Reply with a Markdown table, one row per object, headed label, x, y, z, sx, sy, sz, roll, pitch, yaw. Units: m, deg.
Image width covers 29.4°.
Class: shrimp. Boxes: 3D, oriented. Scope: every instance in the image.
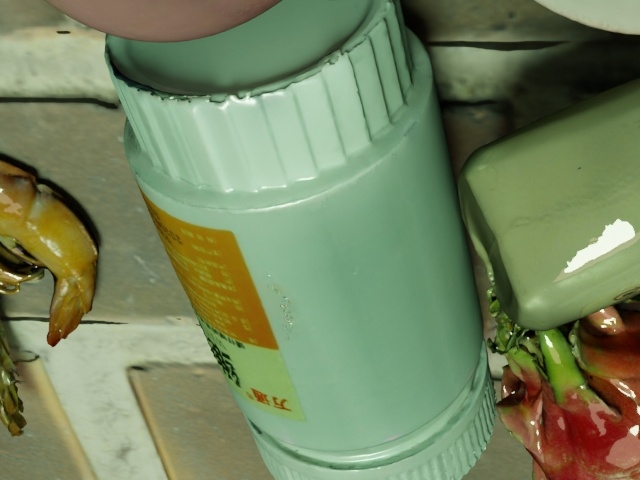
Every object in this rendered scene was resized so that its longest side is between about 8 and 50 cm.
| label | x | y | z | sx | sy | sz | roll | pitch | yaw |
| --- | --- | --- | --- | --- | --- | --- | --- | --- | --- |
| shrimp | -0.223 | 0.040 | 0.831 | 0.150 | 0.068 | 0.249 | 5 | 133 | 0 |

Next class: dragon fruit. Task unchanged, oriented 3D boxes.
| label | x | y | z | sx | sy | sz | roll | pitch | yaw |
| --- | --- | --- | --- | --- | --- | --- | --- | --- | --- |
| dragon fruit | 0.171 | 0.087 | 0.722 | 0.137 | 0.135 | 0.236 | -8 | 144 | 21 |

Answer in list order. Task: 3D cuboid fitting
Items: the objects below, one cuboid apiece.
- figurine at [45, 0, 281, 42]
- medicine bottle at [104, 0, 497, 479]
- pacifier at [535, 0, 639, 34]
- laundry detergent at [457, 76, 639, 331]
| label | x | y | z | sx | sy | sz | roll | pitch | yaw |
| --- | --- | --- | --- | --- | --- | --- | --- | --- | --- |
| figurine | -0.068 | -0.166 | 0.499 | 0.173 | 0.173 | 0.173 | 7 | 138 | 6 |
| medicine bottle | 0.000 | 0.000 | 0.663 | 0.158 | 0.158 | 0.318 | -2 | 136 | 15 |
| pacifier | 0.170 | -0.185 | 0.388 | 0.220 | 0.273 | 0.332 | 21 | 139 | 14 |
| laundry detergent | 0.195 | -0.041 | 0.571 | 0.253 | 0.091 | 0.181 | -22 | 170 | 2 |
